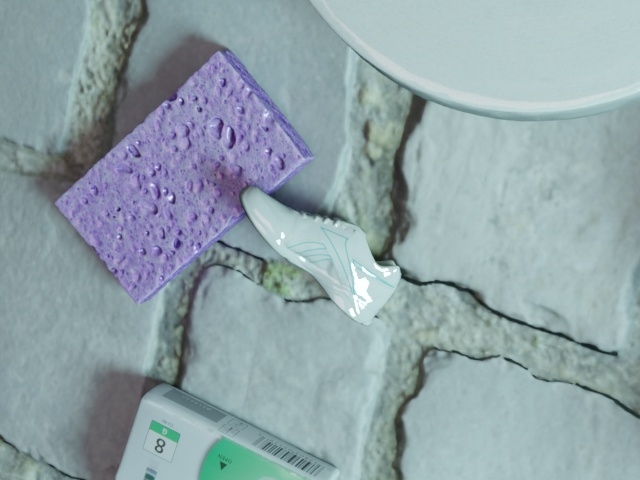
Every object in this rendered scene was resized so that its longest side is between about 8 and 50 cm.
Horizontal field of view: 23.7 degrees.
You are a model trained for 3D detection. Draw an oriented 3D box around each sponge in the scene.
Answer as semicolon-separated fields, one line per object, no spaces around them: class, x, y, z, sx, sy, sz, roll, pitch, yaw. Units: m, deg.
sponge;-0.117;-0.051;1.282;0.210;0.031;0.117;-40;86;22

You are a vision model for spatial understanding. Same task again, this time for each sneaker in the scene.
sneaker;0.000;0.000;1.235;0.152;0.054;0.061;40;98;-11

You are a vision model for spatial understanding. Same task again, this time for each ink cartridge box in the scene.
ink cartridge box;-0.101;0.261;1.330;0.181;0.056;0.225;24;106;15

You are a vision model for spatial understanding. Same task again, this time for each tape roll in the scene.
tape roll;0.148;-0.277;1.062;0.392;0.072;0.392;0;88;11
